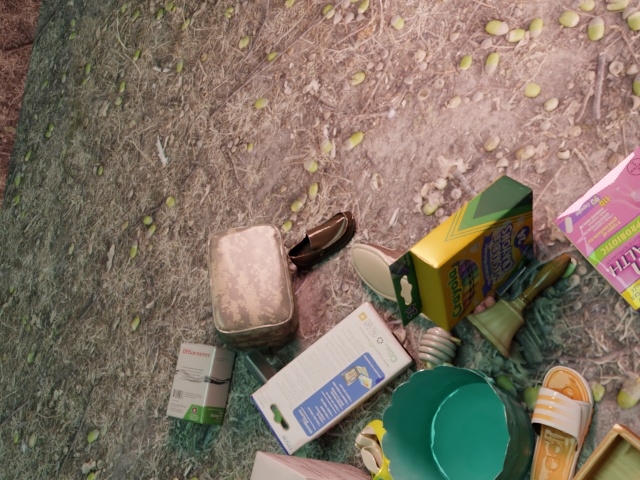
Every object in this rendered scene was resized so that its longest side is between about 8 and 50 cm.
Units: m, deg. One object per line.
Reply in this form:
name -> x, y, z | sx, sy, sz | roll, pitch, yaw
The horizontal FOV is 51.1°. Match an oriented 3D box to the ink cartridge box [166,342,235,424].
ink cartridge box -> -0.335, 0.401, 1.885 | 0.153, 0.087, 0.208 | 1, 75, 39

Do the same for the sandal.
sandal -> 0.452, 0.371, 1.278 | 0.102, 0.076, 0.265 | 4, 75, 37

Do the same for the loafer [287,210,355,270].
loafer -> 0.000, 0.000, 1.771 | 0.220, 0.078, 0.080 | -43, 53, 19

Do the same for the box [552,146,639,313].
box -> 0.613, -0.011, 1.267 | 0.213, 0.117, 0.243 | -44, 53, 17

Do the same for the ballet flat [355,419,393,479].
ballet flat -> 0.117, 0.453, 1.449 | 0.077, 0.077, 0.231 | -65, 17, 12

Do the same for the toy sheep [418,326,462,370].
toy sheep -> 0.262, 0.237, 1.479 | 0.091, 0.091, 0.132 | 8, 65, 40

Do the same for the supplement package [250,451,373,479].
supplement package -> -0.003, 0.583, 1.414 | 0.198, 0.263, 0.199 | 1, 74, 55

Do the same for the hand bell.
hand bell -> 0.430, 0.119, 1.393 | 0.242, 0.126, 0.126 | -44, 51, 2

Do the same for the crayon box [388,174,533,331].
crayon box -> 0.295, 0.041, 1.353 | 0.323, 0.203, 0.083 | -36, 47, -17

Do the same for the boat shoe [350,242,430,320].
boat shoe -> 0.203, 0.082, 1.571 | 0.324, 0.097, 0.116 | 29, 133, 44

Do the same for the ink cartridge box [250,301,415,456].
ink cartridge box -> 0.026, 0.326, 1.578 | 0.371, 0.069, 0.175 | -39, 69, 6

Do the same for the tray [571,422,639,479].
tray -> 0.613, 0.521, 1.105 | 0.411, 0.076, 0.203 | 40, 100, 39

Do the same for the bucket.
bucket -> 0.280, 0.392, 1.341 | 0.281, 0.183, 0.281 | -14, 65, 33

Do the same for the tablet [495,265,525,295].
tablet -> 0.406, 0.075, 1.472 | 0.083, 0.006, 0.054 | -51, 51, 13

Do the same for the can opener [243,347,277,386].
can opener -> -0.083, 0.378, 1.669 | 0.280, 0.074, 0.093 | 43, 63, 16

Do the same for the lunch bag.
lunch bag -> -0.175, 0.134, 1.756 | 0.213, 0.256, 0.305 | -9, 65, -5
